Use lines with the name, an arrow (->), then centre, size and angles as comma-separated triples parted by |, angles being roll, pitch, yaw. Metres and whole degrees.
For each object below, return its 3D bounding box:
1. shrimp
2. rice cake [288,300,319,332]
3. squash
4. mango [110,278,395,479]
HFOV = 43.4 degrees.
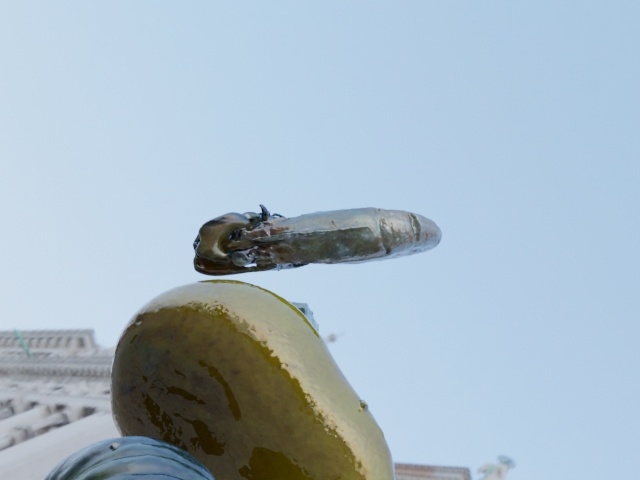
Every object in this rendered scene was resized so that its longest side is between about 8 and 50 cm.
shrimp -> 0.000, 0.000, 1.364 | 0.221, 0.446, 0.109 | -20, -107, 62
rice cake -> -0.068, 0.154, 1.594 | 0.124, 0.211, 0.038 | 5, -108, 13
squash -> -0.164, 0.269, 0.662 | 0.218, 0.172, 0.218 | -170, -90, -71
mango -> -0.089, 0.226, 1.066 | 0.445, 0.220, 0.301 | 27, -102, 27
